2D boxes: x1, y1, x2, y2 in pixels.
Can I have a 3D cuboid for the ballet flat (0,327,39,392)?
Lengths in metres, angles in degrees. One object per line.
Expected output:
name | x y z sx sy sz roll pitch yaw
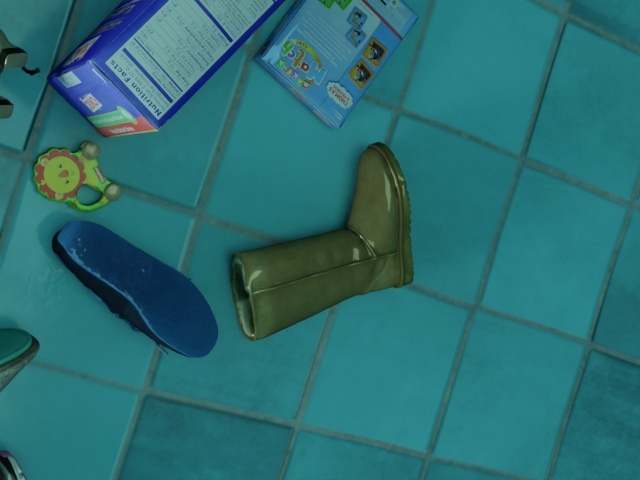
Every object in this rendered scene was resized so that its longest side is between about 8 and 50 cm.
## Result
ballet flat | -0.499 0.198 1.386 0.316 0.107 0.106 -16 123 -19

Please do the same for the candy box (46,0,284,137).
candy box | -0.170 -0.277 1.386 0.317 0.268 0.122 -47 111 -14

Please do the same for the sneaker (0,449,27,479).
sneaker | -0.419 0.358 1.454 0.075 0.063 0.170 -8 105 -32

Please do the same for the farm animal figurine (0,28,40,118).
farm animal figurine | -0.474 -0.234 1.249 0.327 0.172 0.330 13 114 -57

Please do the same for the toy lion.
toy lion | -0.323 -0.080 1.468 0.096 0.034 0.100 -31 110 -13

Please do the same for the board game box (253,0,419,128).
board game box | 0.025 -0.292 1.613 0.160 0.039 0.211 40 77 -25

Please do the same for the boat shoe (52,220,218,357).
boat shoe | -0.243 0.059 1.498 0.258 0.089 0.109 47 62 -19

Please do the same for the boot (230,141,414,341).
boot | 0.000 0.000 1.611 0.270 0.089 0.236 -16 103 -23
